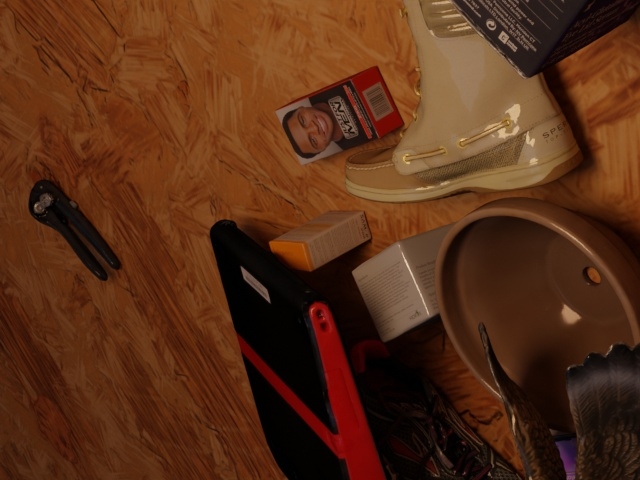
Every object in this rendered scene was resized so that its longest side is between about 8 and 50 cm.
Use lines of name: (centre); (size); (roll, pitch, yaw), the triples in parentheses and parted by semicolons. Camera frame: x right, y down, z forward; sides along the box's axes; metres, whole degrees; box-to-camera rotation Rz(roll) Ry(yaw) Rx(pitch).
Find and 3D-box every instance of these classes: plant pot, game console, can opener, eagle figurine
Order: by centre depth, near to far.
eagle figurine: (0.217, 0.237, 1.165); (0.226, 0.298, 0.225); (12, 168, 11)
plant pot: (0.232, 0.055, 1.258); (0.237, 0.109, 0.237); (30, 135, 35)
game console: (-0.017, 0.168, 1.513); (0.386, 0.060, 0.342); (-146, 41, -66)
can opener: (-0.362, -0.018, 1.952); (0.186, 0.073, 0.059); (43, 102, 15)

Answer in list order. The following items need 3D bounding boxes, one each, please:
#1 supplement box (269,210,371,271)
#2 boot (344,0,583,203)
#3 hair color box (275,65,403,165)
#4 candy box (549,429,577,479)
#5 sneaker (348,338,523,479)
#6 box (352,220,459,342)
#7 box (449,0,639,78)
supplement box: (0.000, 0.000, 1.496); (0.062, 0.098, 0.036); (3, 115, 50)
boot: (0.108, -0.144, 1.267); (0.262, 0.095, 0.203); (-4, 113, 43)
hair color box: (0.018, -0.133, 1.428); (0.141, 0.043, 0.072); (-16, 103, 53)
candy box: (0.331, 0.259, 1.319); (0.165, 0.070, 0.196); (-19, 100, 52)
sneaker: (0.124, 0.233, 1.502); (0.299, 0.121, 0.112); (36, 136, 28)
box: (0.109, 0.043, 1.388); (0.102, 0.101, 0.087); (-34, 76, 54)
box: (0.214, -0.249, 1.027); (0.108, 0.153, 0.207); (49, 143, 13)
